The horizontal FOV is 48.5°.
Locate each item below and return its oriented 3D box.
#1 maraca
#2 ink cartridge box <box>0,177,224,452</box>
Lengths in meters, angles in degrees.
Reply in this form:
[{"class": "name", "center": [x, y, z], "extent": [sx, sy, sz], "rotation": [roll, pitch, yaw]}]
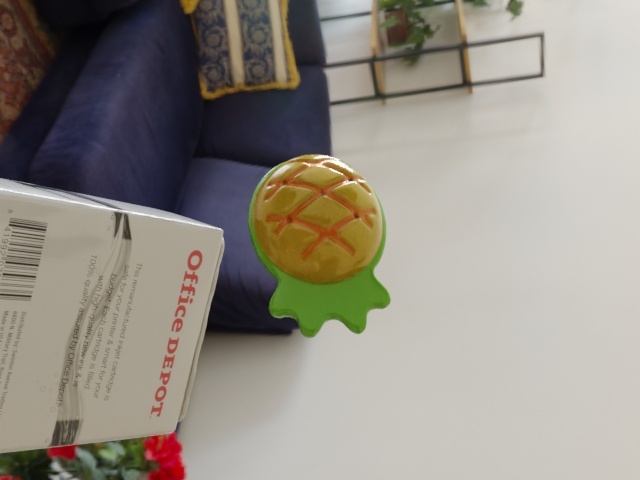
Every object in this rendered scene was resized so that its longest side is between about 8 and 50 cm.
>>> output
[{"class": "maraca", "center": [0.000, 0.000, 0.642], "extent": [0.099, 0.127, 0.186], "rotation": [93, -10, -60]}, {"class": "ink cartridge box", "center": [-0.334, 0.082, 0.838], "extent": [0.394, 0.166, 0.286], "rotation": [11, 95, -50]}]
